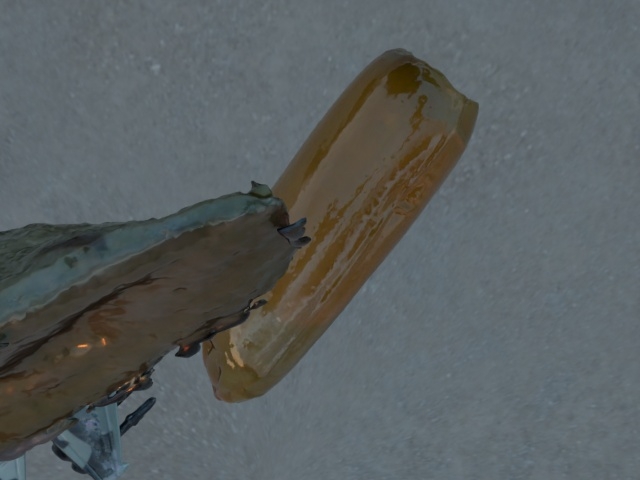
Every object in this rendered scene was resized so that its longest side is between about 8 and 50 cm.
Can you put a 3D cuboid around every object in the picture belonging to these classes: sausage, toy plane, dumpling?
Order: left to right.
[{"bbox_3d":[-0.168,0.047,0.449,0.332,0.166,0.086,-18,72,-7],"label":"dumpling"},{"bbox_3d":[-0.160,0.076,0.646,0.234,0.082,0.160,-45,101,-10],"label":"toy plane"},{"bbox_3d":[-0.003,-0.002,0.885,0.354,0.116,0.134,-53,40,7],"label":"sausage"}]
